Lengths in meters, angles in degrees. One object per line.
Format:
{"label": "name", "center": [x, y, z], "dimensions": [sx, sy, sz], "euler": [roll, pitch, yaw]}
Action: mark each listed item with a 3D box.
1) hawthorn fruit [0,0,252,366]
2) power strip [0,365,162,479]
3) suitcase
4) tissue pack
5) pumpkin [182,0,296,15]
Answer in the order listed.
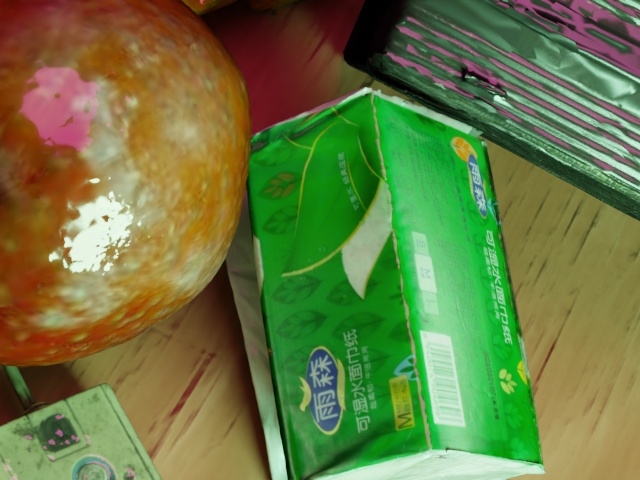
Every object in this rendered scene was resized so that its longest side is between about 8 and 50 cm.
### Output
{"label": "hawthorn fruit", "center": [-0.147, -0.034, 1.009], "dimensions": [0.235, 0.231, 0.263], "euler": [-18, 41, -1]}
{"label": "power strip", "center": [-0.112, 0.173, 1.033], "dimensions": [0.092, 0.034, 0.268], "euler": [-21, 72, -32]}
{"label": "suitcase", "center": [0.192, -0.106, 1.206], "dimensions": [0.335, 0.229, 0.152], "euler": [27, 92, -7]}
{"label": "tissue pack", "center": [0.021, 0.045, 1.101], "dimensions": [0.148, 0.156, 0.209], "euler": [14, 62, -54]}
{"label": "pumpkin", "center": [-0.080, -0.208, 1.220], "dimensions": [0.254, 0.130, 0.149], "euler": [-26, 75, -33]}
